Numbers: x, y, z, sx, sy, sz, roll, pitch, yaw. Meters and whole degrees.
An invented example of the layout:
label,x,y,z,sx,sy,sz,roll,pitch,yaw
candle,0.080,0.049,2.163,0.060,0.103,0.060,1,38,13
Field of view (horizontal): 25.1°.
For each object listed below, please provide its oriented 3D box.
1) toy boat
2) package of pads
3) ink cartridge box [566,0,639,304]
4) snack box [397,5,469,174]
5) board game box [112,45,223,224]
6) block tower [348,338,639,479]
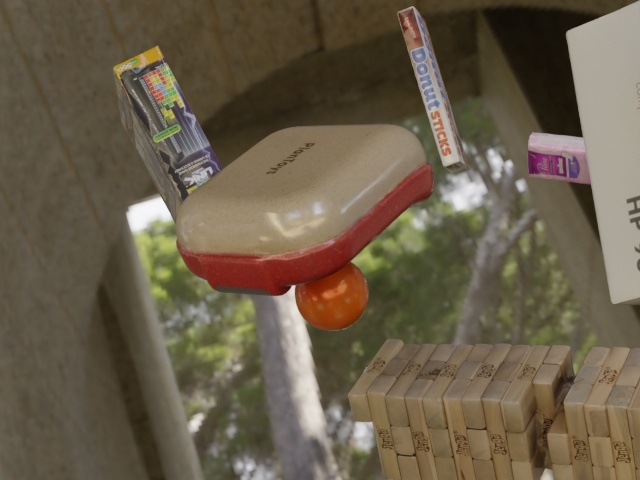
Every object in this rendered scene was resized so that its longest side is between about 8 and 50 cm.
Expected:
label,x,y,z,sx,sy,sz,roll,pitch,yaw
toy boat,0.000,0.000,1.131,0.151,0.231,0.151,3,-63,33
package of pads,0.273,-0.091,1.599,0.083,0.032,0.050,8,-50,23
ink cartridge box,0.151,-0.031,0.523,0.180,0.104,0.060,5,-17,-44
snack box,0.123,-0.161,1.557,0.022,0.178,0.064,-18,-10,14
board game box,-0.133,-0.082,1.295,0.048,0.141,0.170,-28,-6,-10
block tower,0.198,0.145,1.169,0.335,0.091,0.097,1,-63,27
